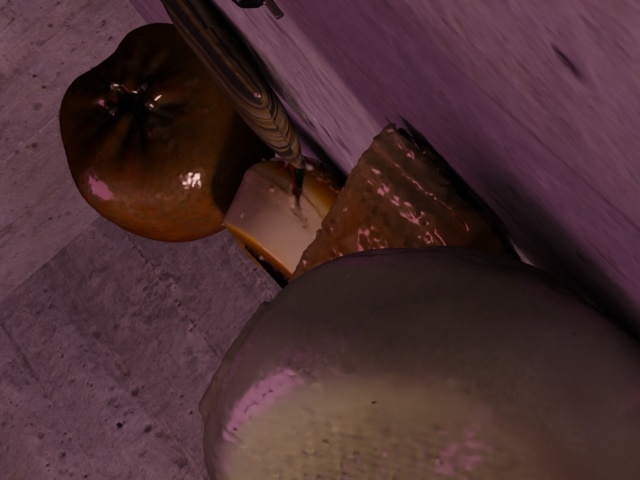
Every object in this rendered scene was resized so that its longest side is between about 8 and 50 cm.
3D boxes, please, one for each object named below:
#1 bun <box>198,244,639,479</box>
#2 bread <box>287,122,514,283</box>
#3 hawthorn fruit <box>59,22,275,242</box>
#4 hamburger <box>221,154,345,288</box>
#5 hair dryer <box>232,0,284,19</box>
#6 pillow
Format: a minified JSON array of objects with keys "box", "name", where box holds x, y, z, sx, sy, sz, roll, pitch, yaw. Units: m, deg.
[{"box":[0.084,0.103,0.843,0.293,0.293,0.187,50,-142,-22],"name":"bun"},{"box":[0.088,0.002,0.983,0.160,0.169,0.140,-15,-125,-45],"name":"bread"},{"box":[-0.189,-0.122,1.857,0.268,0.268,0.301,48,179,32],"name":"hawthorn fruit"},{"box":[0.000,0.000,1.766,0.227,0.151,0.295,43,172,17],"name":"hamburger"},{"box":[-0.105,-0.218,0.942,0.219,0.071,0.124,42,177,10],"name":"hair dryer"},{"box":[-0.097,-0.188,1.553,0.208,0.052,0.212,51,177,22],"name":"pillow"}]
